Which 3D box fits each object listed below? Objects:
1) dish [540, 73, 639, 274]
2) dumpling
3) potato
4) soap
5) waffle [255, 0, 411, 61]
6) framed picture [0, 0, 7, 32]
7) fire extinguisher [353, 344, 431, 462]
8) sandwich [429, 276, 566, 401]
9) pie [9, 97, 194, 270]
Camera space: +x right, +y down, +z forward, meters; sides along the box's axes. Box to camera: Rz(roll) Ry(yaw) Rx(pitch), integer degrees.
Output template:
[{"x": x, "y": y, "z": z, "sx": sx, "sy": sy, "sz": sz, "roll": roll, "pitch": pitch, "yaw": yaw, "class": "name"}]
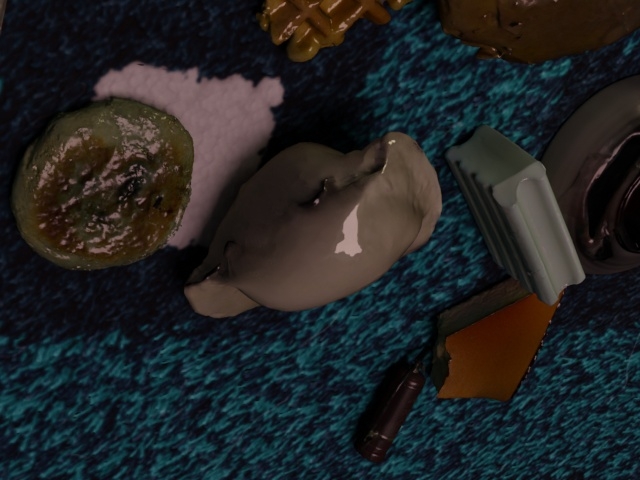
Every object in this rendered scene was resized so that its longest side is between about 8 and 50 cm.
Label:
[{"x": 0.403, "y": -0.056, "z": 1.428, "sx": 0.273, "sy": 0.134, "sz": 0.273, "roll": -16, "pitch": 126, "yaw": -22, "class": "dish"}, {"x": 0.000, "y": -0.006, "z": 1.214, "sx": 0.227, "sy": 0.243, "sz": 0.175, "roll": 26, "pitch": 65, "yaw": -59, "class": "dumpling"}, {"x": 0.252, "y": -0.269, "z": 1.176, "sx": 0.296, "sy": 0.141, "sz": 0.191, "roll": -20, "pitch": 144, "yaw": -15, "class": "potato"}, {"x": 0.226, "y": -0.028, "z": 1.342, "sx": 0.066, "sy": 0.119, "sz": 0.198, "roll": -38, "pitch": 133, "yaw": -7, "class": "soap"}, {"x": 0.004, "y": -0.310, "z": 1.050, "sx": 0.282, "sy": 0.058, "sz": 0.300, "roll": -29, "pitch": 132, "yaw": -12, "class": "waffle"}, {"x": -0.316, "y": -0.269, "z": 0.897, "sx": 0.189, "sy": 0.023, "sz": 0.260, "roll": 2, "pitch": 119, "yaw": -33, "class": "framed picture"}, {"x": 0.091, "y": 0.206, "z": 1.460, "sx": 0.157, "sy": 0.045, "sz": 0.078, "roll": -63, "pitch": 167, "yaw": 18, "class": "fire extinguisher"}, {"x": 0.211, "y": 0.110, "z": 1.468, "sx": 0.162, "sy": 0.058, "sz": 0.193, "roll": 7, "pitch": 115, "yaw": -35, "class": "sandwich"}, {"x": -0.202, "y": -0.049, "z": 1.109, "sx": 0.187, "sy": 0.041, "sz": 0.187, "roll": -16, "pitch": 126, "yaw": -23, "class": "pie"}]
